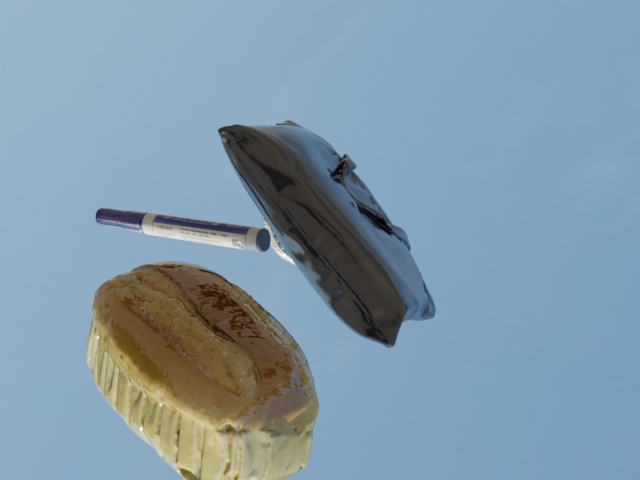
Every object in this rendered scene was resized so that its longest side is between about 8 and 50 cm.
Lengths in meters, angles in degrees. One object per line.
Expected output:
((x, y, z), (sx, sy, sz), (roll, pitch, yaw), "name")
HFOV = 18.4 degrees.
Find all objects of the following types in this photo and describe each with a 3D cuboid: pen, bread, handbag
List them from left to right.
((-0.142, -0.013, 2.013), (0.204, 0.025, 0.025), (9, -133, 29), "pen")
((-0.094, 0.101, 1.591), (0.140, 0.106, 0.236), (-12, -146, -32), "bread")
((0.013, -0.015, 1.892), (0.089, 0.254, 0.211), (-40, 175, 17), "handbag")

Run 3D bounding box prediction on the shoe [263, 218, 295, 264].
((0.000, 0.000, 2.080), (0.071, 0.143, 0.064), (-18, -146, 52), "shoe")
